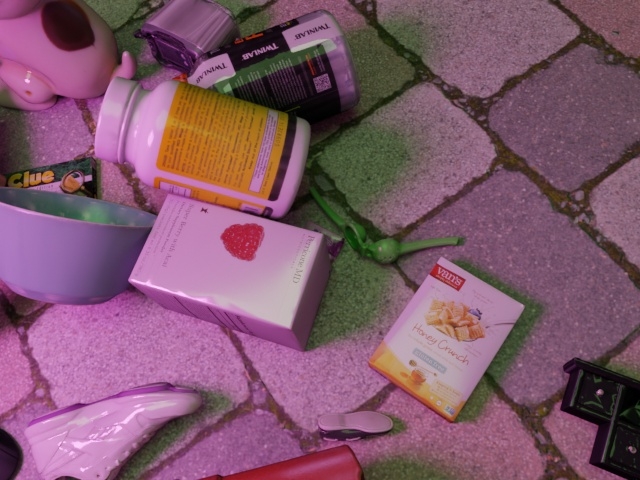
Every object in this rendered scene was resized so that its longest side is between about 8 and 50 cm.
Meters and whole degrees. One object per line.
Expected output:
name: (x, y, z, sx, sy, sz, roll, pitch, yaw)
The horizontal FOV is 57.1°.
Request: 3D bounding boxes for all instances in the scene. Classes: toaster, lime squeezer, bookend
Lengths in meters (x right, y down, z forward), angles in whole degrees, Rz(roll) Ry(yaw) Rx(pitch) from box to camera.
toaster: (-0.284, -0.454, 1.306, 0.227, 0.129, 0.146, 29, 69, 19)
lime squeezer: (0.098, -0.018, 1.118, 0.311, 0.059, 0.109, 20, 71, 15)
bookend: (0.455, 0.292, 0.940, 0.157, 0.072, 0.156, 21, 71, 15)

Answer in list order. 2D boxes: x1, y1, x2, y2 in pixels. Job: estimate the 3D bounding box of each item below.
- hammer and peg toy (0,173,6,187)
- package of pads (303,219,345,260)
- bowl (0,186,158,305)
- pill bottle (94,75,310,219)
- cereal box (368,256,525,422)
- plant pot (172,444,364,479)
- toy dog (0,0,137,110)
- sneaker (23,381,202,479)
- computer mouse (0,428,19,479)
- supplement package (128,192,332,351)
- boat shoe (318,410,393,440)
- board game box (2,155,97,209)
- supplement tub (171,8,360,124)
hammer and peg toy: (-0.816, -0.218, 1.244, 0.266, 0.127, 0.361, -26, 66, 11)
package of pads: (0.000, 0.000, 1.130, 0.083, 0.032, 0.050, 28, 91, 16)
bowl: (-0.452, 0.014, 1.058, 0.312, 0.311, 0.163, 14, 96, 12)
pill bottle: (-0.199, -0.164, 1.016, 0.334, 0.188, 0.187, 15, 68, -12)
cereal box: (0.220, 0.168, 1.030, 0.173, 0.047, 0.240, 32, 74, 17)
plant pot: (-0.049, 0.437, 0.848, 0.265, 0.272, 0.272, -16, 66, -10)
toy dog: (-0.608, -0.459, 1.188, 0.396, 0.408, 0.284, 27, 73, 16)
sneaker: (-0.340, 0.335, 1.005, 0.305, 0.114, 0.152, -17, 80, 3)
computer mouse: (-0.675, 0.370, 1.037, 0.262, 0.060, 0.184, 36, 74, 19)
supplement package: (-0.147, 0.058, 1.047, 0.293, 0.175, 0.177, 15, 70, 12)
boat shoe: (0.059, 0.318, 0.992, 0.125, 0.038, 0.046, -2, 25, 0)
board game box: (-0.601, -0.091, 1.240, 0.260, 0.030, 0.136, -12, 64, 1)
supplement tub: (-0.108, -0.308, 1.180, 0.338, 0.207, 0.207, -22, 67, -4)
